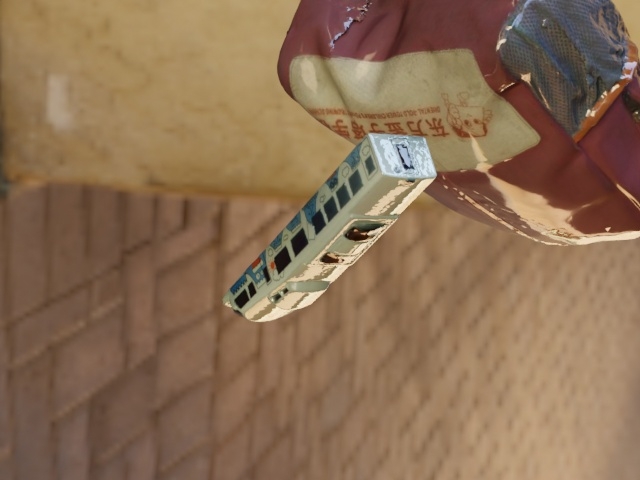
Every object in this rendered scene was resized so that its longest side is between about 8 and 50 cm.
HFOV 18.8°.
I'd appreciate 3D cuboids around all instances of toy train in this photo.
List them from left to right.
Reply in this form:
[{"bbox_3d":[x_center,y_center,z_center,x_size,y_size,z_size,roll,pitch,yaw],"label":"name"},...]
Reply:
[{"bbox_3d":[0.000,0.000,1.220,0.043,0.207,0.047,0,61,-33],"label":"toy train"}]

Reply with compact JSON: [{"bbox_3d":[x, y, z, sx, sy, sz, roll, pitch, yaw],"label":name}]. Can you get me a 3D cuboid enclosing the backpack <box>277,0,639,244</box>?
[{"bbox_3d":[0.161,-0.114,1.562,0.317,0.283,0.197,37,72,-37],"label":"backpack"}]
